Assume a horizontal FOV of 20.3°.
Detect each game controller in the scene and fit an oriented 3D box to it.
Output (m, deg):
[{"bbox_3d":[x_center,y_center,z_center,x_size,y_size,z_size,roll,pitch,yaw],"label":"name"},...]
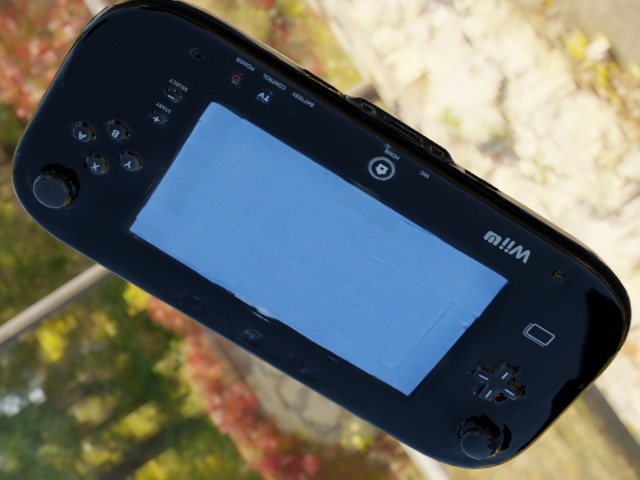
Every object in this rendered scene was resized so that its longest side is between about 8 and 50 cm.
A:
[{"bbox_3d":[0.000,0.000,0.923,0.319,0.067,0.166,31,136,-9],"label":"game controller"}]
